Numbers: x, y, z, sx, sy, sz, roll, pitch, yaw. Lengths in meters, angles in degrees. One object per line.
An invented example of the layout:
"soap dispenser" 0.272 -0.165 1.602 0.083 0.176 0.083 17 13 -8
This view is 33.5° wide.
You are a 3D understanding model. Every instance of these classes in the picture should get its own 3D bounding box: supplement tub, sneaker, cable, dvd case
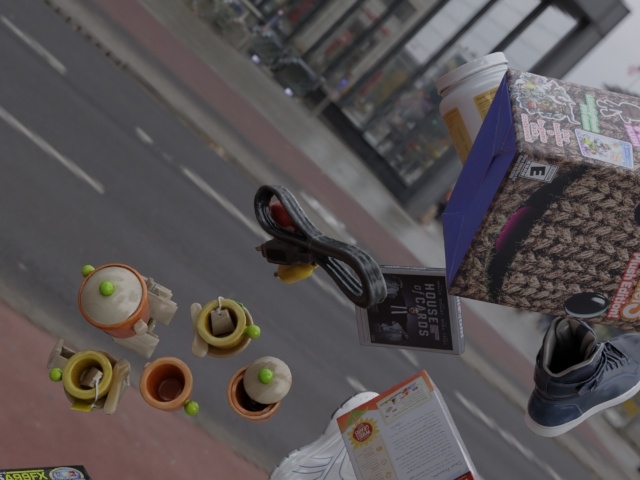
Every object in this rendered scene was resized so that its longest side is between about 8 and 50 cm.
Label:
"supplement tub" 0.281 -0.190 1.736 0.144 0.144 0.200 -4 72 -80
"sneaker" 0.374 0.153 1.430 0.086 0.226 0.163 39 -33 38
"sneaker" 0.019 0.377 1.704 0.129 0.297 0.111 39 -10 33
"cable" 0.000 0.000 1.310 0.287 0.072 0.140 10 -69 56
"dvd case" 0.178 0.140 2.194 0.029 0.238 0.179 -28 115 -53

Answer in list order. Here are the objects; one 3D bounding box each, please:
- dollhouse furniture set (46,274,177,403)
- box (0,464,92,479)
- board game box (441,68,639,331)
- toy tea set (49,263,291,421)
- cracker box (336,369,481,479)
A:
"dollhouse furniture set" -0.416 0.175 2.133 0.161 0.242 0.212 29 0 -13
"box" -0.406 0.414 1.311 0.216 0.270 0.060 3 17 -31
"board game box" 0.312 -0.034 1.204 0.291 0.232 0.141 11 44 -8
"toy tea set" -0.200 0.142 1.443 0.336 0.200 0.124 7 -22 6
"cracker box" 0.129 0.315 1.509 0.067 0.155 0.232 55 9 -39
